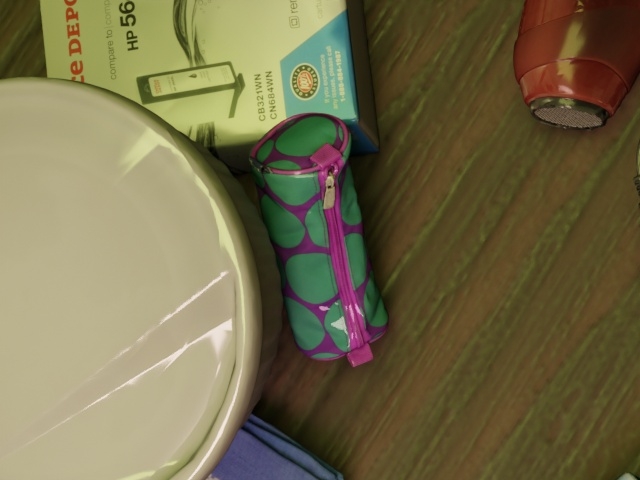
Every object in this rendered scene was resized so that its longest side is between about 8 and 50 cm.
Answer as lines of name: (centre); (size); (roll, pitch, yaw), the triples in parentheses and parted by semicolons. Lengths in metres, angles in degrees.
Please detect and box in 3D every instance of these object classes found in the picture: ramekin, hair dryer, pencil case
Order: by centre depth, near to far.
ramekin: (-0.146, 0.041, 1.137); (0.272, 0.127, 0.273); (1, 92, 17)
pencil case: (0.000, 0.000, 1.177); (0.064, 0.152, 0.070); (-25, 34, -17)
hair dryer: (0.232, -0.127, 1.196); (0.223, 0.080, 0.293); (-28, 81, -10)

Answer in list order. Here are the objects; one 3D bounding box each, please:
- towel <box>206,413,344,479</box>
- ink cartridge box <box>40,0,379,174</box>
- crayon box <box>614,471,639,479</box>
towel: (-0.166, 0.226, 1.191); (0.243, 0.040, 0.336); (33, 76, 18)
ink cartridge box: (-0.074, -0.121, 1.240); (0.203, 0.086, 0.148); (-9, 80, 10)
crayon box: (0.214, 0.322, 1.108); (0.203, 0.083, 0.323); (-42, 76, 3)
